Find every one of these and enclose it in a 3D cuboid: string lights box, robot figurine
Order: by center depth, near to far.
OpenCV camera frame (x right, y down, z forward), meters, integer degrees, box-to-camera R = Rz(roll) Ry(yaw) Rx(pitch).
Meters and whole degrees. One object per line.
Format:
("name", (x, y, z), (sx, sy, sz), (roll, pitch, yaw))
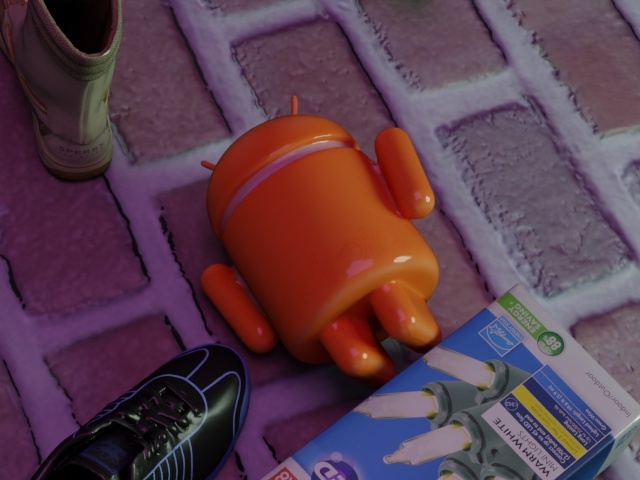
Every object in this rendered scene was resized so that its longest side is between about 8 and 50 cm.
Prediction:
("string lights box", (0.082, 0.159, 1.256), (0.259, 0.077, 0.133), (-35, 70, -27))
("robot figurine", (0.002, -0.001, 1.318), (0.128, 0.158, 0.219), (-14, 59, -37))

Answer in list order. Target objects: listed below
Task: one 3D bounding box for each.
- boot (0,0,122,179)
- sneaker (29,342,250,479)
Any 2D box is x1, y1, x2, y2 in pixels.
("boot", (-0.197, -0.174, 1.376), (0.077, 0.165, 0.213), (-11, 61, -16))
("sneaker", (-0.122, 0.143, 1.226), (0.081, 0.090, 0.232), (33, 59, 13))
